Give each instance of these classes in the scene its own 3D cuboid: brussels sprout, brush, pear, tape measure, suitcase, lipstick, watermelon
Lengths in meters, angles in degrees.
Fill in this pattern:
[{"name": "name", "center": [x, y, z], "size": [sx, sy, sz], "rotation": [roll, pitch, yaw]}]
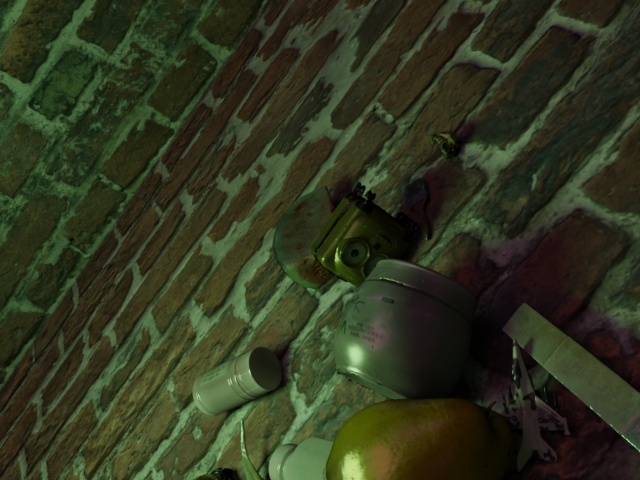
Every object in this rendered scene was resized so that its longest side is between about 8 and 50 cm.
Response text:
[{"name": "brussels sprout", "center": [0.325, -0.247, 1.676], "size": [0.058, 0.085, 0.085], "rotation": [-28, 46, 46]}, {"name": "brush", "center": [0.255, -0.076, 1.678], "size": [0.070, 0.021, 0.196], "rotation": [-36, 42, 32]}, {"name": "pear", "center": [0.176, 0.404, 1.186], "size": [0.336, 0.284, 0.285], "rotation": [-34, 34, -13]}, {"name": "tape measure", "center": [-0.263, 0.656, 1.755], "size": [0.094, 0.054, 0.091], "rotation": [23, 83, 48]}, {"name": "suitcase", "center": [0.109, 0.004, 1.647], "size": [0.234, 0.194, 0.143], "rotation": [-55, 27, 6]}, {"name": "lipstick", "center": [0.472, 0.242, 1.144], "size": [0.076, 0.080, 0.371], "rotation": [-54, 36, 9]}, {"name": "watermelon", "center": [0.000, 0.000, 1.872], "size": [0.226, 0.148, 0.318], "rotation": [2, 52, 32]}]

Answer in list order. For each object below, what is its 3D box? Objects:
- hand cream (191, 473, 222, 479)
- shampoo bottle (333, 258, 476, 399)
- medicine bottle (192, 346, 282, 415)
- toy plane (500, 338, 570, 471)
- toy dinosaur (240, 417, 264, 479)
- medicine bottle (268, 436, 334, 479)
[{"name": "hand cream", "center": [-0.297, 0.711, 1.693], "size": [0.084, 0.084, 0.203], "rotation": [21, 110, 54]}, {"name": "shampoo bottle", "center": [0.176, 0.194, 1.368], "size": [0.273, 0.273, 0.266], "rotation": [3, 64, 51]}, {"name": "medicine bottle", "center": [-0.235, 0.397, 1.838], "size": [0.250, 0.133, 0.133], "rotation": [-31, 45, 36]}, {"name": "toy plane", "center": [0.384, 0.301, 1.204], "size": [0.160, 0.083, 0.233], "rotation": [-18, 64, 53]}, {"name": "toy dinosaur", "center": [-0.173, 0.641, 1.626], "size": [0.206, 0.092, 0.392], "rotation": [-31, 43, 36]}, {"name": "medicine bottle", "center": [0.014, 0.531, 1.465], "size": [0.296, 0.111, 0.161], "rotation": [-6, 60, 46]}]
